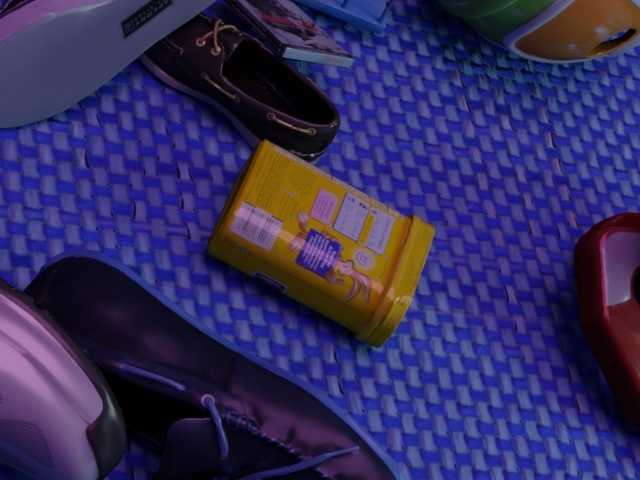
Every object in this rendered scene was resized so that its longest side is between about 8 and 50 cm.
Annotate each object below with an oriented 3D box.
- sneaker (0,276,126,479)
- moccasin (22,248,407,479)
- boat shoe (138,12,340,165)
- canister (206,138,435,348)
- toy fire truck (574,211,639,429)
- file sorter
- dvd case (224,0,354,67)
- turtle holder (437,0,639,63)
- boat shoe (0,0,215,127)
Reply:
[{"bbox_3d":[-0.371,0.104,1.273,0.447,0.169,0.257,30,56,3],"label":"sneaker"},{"bbox_3d":[-0.094,0.147,1.417,0.342,0.138,0.117,31,50,12],"label":"moccasin"},{"bbox_3d":[-0.080,-0.156,1.667,0.227,0.069,0.081,38,47,0],"label":"boat shoe"},{"bbox_3d":[0.000,0.000,1.598,0.170,0.073,0.126,29,47,-7],"label":"canister"},{"bbox_3d":[0.373,0.087,1.708,0.302,0.169,0.254,3,75,-27],"label":"toy fire truck"},{"bbox_3d":[0.005,-0.297,1.787,0.170,0.104,0.118,20,42,-17],"label":"file sorter"},{"bbox_3d":[-0.033,-0.198,1.722,0.087,0.013,0.119,5,33,-43],"label":"dvd case"},{"bbox_3d":[0.230,-0.313,1.877,0.227,0.243,0.320,31,18,-27],"label":"turtle holder"},{"bbox_3d":[-0.204,-0.208,1.590,0.306,0.113,0.105,-39,58,-20],"label":"boat shoe"}]
